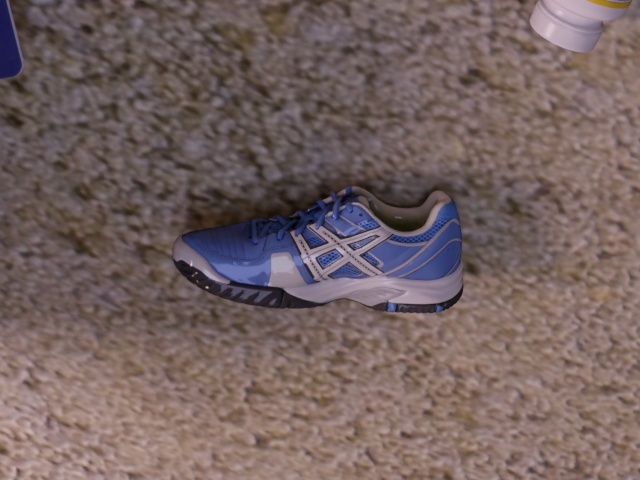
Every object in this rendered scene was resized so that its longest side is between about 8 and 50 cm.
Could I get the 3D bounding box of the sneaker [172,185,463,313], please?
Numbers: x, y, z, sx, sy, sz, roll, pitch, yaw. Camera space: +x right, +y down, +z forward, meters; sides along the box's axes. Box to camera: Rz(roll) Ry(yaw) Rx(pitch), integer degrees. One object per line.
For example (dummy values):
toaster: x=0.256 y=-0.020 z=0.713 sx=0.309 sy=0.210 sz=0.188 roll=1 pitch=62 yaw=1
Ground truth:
sneaker: x=0.000 y=0.000 z=1.382 sx=0.211 sy=0.080 sz=0.081 roll=0 pitch=115 yaw=-13

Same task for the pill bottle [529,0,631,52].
pill bottle: x=0.181 y=-0.184 z=1.277 sx=0.065 sy=0.065 sz=0.116 roll=18 pitch=119 yaw=-12

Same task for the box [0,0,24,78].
box: x=-0.316 y=-0.158 z=1.290 sx=0.225 sy=0.036 sz=0.136 roll=-7 pitch=122 yaw=4
